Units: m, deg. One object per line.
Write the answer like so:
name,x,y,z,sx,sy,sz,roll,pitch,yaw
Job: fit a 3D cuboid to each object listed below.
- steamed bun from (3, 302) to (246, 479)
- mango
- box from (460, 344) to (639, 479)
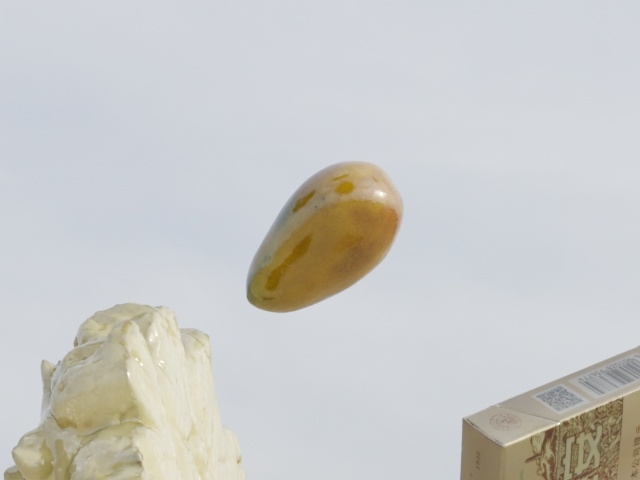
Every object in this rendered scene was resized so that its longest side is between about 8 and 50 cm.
steamed bun,-0.136,0.187,1.169,0.137,0.295,0.292,-17,-42,8
mango,0.004,0.000,1.451,0.111,0.089,0.163,26,-73,-46
box,0.085,0.073,0.552,0.083,0.053,0.024,-20,32,-32
